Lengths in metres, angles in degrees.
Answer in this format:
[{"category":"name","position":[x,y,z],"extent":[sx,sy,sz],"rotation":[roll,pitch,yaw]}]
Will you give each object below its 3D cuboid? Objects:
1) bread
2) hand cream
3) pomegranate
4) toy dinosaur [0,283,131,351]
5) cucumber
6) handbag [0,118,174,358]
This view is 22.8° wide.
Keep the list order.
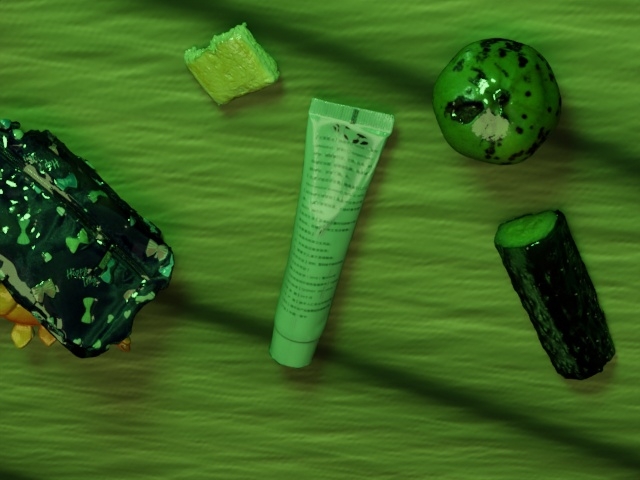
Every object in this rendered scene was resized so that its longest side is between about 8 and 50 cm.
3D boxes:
[{"category":"bread","position":[-0.087,-0.171,1.557],"extent":[0.083,0.035,0.070],"rotation":[-25,119,34]},{"category":"hand cream","position":[0.000,0.000,1.657],"extent":[0.085,0.058,0.331],"rotation":[15,129,1]},{"category":"pomegranate","position":[0.167,-0.126,1.509],"extent":[0.122,0.122,0.161],"rotation":[10,166,3]},{"category":"toy dinosaur","position":[-0.343,0.059,1.764],"extent":[0.288,0.070,0.117],"rotation":[29,127,-6]},{"category":"cucumber","position":[0.249,0.069,1.663],"extent":[0.078,0.062,0.211],"rotation":[-14,124,19]},{"category":"handbag","position":[-0.275,-0.006,1.650],"extent":[0.260,0.113,0.162],"rotation":[43,83,-19]}]
